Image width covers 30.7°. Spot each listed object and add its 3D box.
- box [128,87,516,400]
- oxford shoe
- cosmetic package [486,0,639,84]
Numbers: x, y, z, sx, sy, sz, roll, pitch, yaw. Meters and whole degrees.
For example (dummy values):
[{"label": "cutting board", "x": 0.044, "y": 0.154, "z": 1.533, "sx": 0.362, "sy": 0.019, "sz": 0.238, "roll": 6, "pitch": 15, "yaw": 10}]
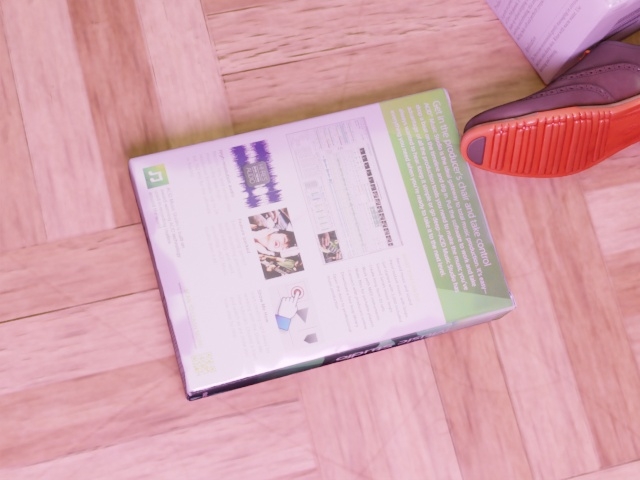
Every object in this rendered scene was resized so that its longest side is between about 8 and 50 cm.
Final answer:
[{"label": "box", "x": 0.000, "y": 0.000, "z": 1.115, "sx": 0.322, "sy": 0.058, "sz": 0.232, "roll": -14, "pitch": 78, "yaw": -9}, {"label": "oxford shoe", "x": 0.258, "y": -0.133, "z": 1.135, "sx": 0.271, "sy": 0.097, "sz": 0.098, "roll": -11, "pitch": 58, "yaw": -9}, {"label": "cosmetic package", "x": 0.204, "y": -0.366, "z": 1.163, "sx": 0.155, "sy": 0.197, "sz": 0.365, "roll": -31, "pitch": 83, "yaw": -13}]
